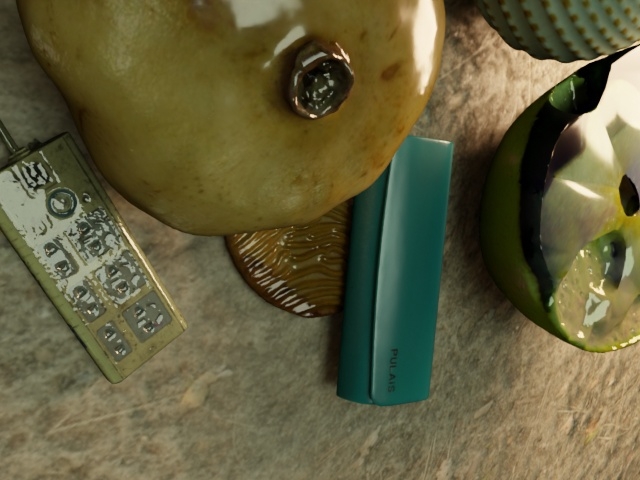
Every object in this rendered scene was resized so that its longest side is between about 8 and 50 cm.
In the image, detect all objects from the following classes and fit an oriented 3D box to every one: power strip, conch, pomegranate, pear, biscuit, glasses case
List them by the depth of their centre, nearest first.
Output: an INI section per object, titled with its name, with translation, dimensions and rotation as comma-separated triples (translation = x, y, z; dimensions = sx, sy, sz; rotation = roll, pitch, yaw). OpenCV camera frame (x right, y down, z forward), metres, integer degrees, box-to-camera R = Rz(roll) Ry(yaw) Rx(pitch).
[pomegranate]
translation = -0.061, -0.169, 0.544
dimensions = 0.332, 0.332, 0.333
rotation = -4, 97, -36
[power strip]
translation = -0.216, 0.005, 0.615
dimensions = 0.092, 0.034, 0.268
rotation = -38, 115, -26
[biscuit]
translation = 0.001, 0.000, 0.774
dimensions = 0.228, 0.031, 0.176
rotation = -17, 106, -33
[glasses case]
translation = 0.090, 0.033, 0.787
dimensions = 0.117, 0.070, 0.301
rotation = 0, 98, -41
[conch]
translation = 0.339, -0.336, 0.846
dimensions = 0.303, 0.319, 0.215
rotation = -60, 160, -48
[pear]
translation = 0.353, -0.049, 0.941
dimensions = 0.398, 0.165, 0.399
rotation = -4, 97, -35
